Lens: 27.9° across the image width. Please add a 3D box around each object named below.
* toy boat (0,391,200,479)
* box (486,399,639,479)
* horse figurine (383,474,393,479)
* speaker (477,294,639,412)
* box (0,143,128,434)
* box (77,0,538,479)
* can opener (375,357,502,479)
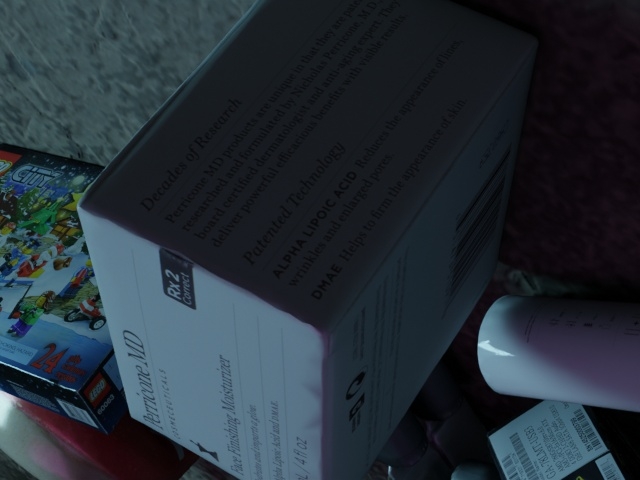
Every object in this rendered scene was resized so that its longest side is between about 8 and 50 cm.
[{"bbox_3d":[-0.136,0.091,0.918,0.151,0.151,0.231,35,-167,5],"label":"toy boat"},{"bbox_3d":[0.215,0.252,0.651,0.295,0.073,0.293,51,-168,-22],"label":"box"},{"bbox_3d":[0.055,0.218,0.868,0.263,0.174,0.066,33,110,12],"label":"horse figurine"},{"bbox_3d":[0.145,0.056,0.641,0.136,0.055,0.055,1,134,46],"label":"speaker"},{"bbox_3d":[-0.178,0.021,0.837,0.233,0.159,0.044,13,145,36],"label":"box"},{"bbox_3d":[0.000,0.000,0.591,0.119,0.182,0.181,26,149,18],"label":"box"},{"bbox_3d":[0.062,0.100,0.775,0.093,0.074,0.280,0,132,51],"label":"can opener"}]
